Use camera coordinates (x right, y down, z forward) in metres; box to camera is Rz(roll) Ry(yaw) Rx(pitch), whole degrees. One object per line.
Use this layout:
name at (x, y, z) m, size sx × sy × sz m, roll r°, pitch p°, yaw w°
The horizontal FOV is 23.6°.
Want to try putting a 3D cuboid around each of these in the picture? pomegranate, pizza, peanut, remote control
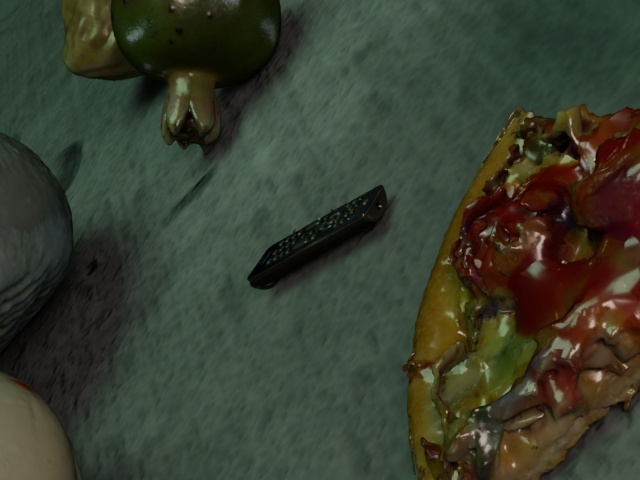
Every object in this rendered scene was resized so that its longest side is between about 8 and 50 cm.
pomegranate at (-0.084, -0.130, 1.006) m, size 0.114 × 0.114 × 0.142 m, roll -16°, pitch 67°, yaw 53°
pizza at (0.100, -0.004, 0.567) m, size 0.193 × 0.053 × 0.201 m, roll -33°, pitch 31°, yaw 38°
peanut at (-0.121, -0.235, 1.187) m, size 0.253 × 0.122 × 0.137 m, roll -55°, pitch 32°, yaw 2°
remote control at (0.000, 0.000, 0.786) m, size 0.091 × 0.016 × 0.034 m, roll -29°, pitch 18°, yaw 41°

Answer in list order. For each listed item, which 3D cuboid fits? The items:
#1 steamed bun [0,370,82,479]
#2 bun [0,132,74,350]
steamed bun at (-0.207, 0.162, 0.795) m, size 0.228 × 0.131 × 0.177 m, roll -38°, pitch 30°, yaw 28°
bun at (-0.316, 0.034, 0.979) m, size 0.354 × 0.194 × 0.354 m, roll -42°, pitch 0°, yaw 0°
